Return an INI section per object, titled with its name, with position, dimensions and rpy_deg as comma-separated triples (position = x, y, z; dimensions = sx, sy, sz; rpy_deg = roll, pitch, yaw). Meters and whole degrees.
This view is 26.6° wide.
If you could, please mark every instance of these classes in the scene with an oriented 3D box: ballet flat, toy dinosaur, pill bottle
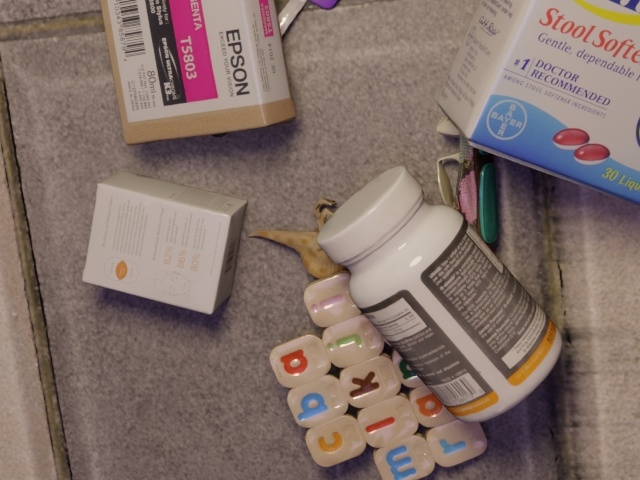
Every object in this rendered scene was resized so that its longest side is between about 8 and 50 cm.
[ballet flat]
position = 0.173, -0.101, 1.579
dimensions = 0.079, 0.077, 0.221
rpy_deg = 11, 107, 29
[toy dinosaur]
position = 0.000, 0.000, 1.643
dimensions = 0.183, 0.053, 0.093
rpy_deg = 21, 108, 6
[pill bottle]
position = 0.133, 0.060, 1.538
dimensions = 0.162, 0.162, 0.278
rpy_deg = -37, 102, 17

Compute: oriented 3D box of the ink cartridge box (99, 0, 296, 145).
[ink cartridge box]
position = -0.148, -0.239, 1.578
dimensions = 0.193, 0.088, 0.235
rpy_deg = -6, 99, 25

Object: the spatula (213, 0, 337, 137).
[spatula]
position = -0.055, -0.244, 1.607
dimensions = 0.084, 0.030, 0.296
rpy_deg = 36, 108, 3

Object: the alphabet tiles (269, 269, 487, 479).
[alphabet tiles]
position = 0.093, 0.158, 1.655
dimensions = 0.278, 0.021, 0.284
rpy_deg = -22, 104, 4

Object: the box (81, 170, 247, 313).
[box]
position = -0.191, 0.000, 1.662
dimensions = 0.170, 0.091, 0.130
rpy_deg = 15, 106, 8

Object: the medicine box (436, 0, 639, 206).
[medicine box]
position = 0.309, -0.212, 1.438
dimensions = 0.263, 0.149, 0.289
rpy_deg = 19, 108, -15
